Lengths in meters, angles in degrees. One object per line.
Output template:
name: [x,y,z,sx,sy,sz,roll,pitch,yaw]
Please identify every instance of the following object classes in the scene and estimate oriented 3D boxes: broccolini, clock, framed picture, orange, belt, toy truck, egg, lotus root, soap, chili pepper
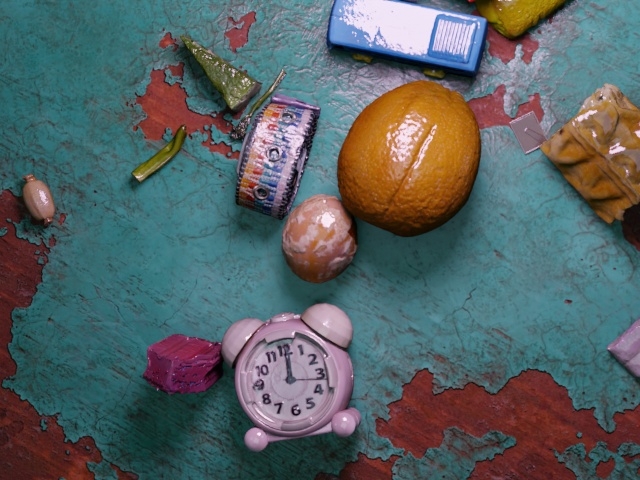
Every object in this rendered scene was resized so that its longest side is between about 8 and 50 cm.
broccolini: [-0.161,-0.349,1.980,0.044,0.042,0.218,36,93,6]
clock: [-0.067,0.337,1.948,0.342,0.184,0.326,-12,88,4]
framed picture: [0.512,-0.264,1.894,0.066,0.006,0.089,-28,91,9]
orange: [0.209,-0.191,1.795,0.322,0.322,0.357,25,91,6]
belt: [-0.119,-0.209,1.893,0.160,0.207,0.295,17,99,5]
toy truck: [0.201,-0.496,1.844,0.385,0.162,0.161,14,98,7]
egg: [0.000,0.000,1.901,0.195,0.195,0.233,10,113,8]
lotus root: [-0.756,-0.113,2.067,0.073,0.062,0.150,-23,92,9]
soap: [-0.345,0.308,1.946,0.162,0.250,0.099,17,95,9]
chili pepper: [-0.410,-0.224,2.012,0.202,0.052,0.050,-42,117,8]

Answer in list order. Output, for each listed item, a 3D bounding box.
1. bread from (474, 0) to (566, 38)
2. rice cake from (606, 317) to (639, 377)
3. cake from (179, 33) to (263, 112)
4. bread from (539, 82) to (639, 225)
bread: [0.542,-0.638,1.806,0.383,0.112,0.166,-36,88,9]
rice cake: [0.836,0.196,1.860,0.106,0.050,0.298,44,99,3]
cake: [-0.271,-0.421,1.950,0.235,0.100,0.099,34,98,4]
bread: [0.665,-0.203,1.783,0.252,0.196,0.238,42,98,6]
